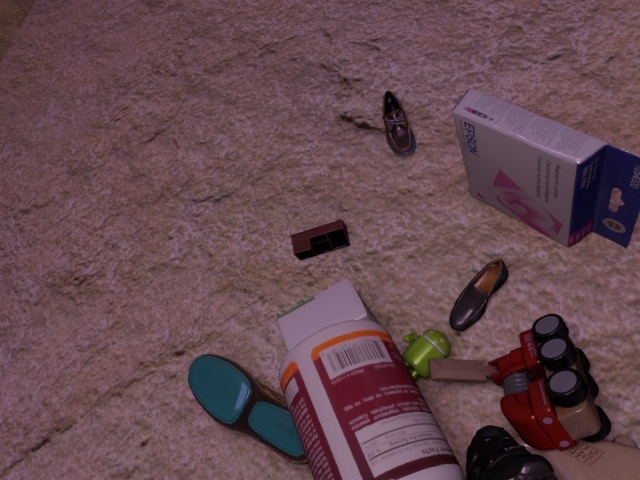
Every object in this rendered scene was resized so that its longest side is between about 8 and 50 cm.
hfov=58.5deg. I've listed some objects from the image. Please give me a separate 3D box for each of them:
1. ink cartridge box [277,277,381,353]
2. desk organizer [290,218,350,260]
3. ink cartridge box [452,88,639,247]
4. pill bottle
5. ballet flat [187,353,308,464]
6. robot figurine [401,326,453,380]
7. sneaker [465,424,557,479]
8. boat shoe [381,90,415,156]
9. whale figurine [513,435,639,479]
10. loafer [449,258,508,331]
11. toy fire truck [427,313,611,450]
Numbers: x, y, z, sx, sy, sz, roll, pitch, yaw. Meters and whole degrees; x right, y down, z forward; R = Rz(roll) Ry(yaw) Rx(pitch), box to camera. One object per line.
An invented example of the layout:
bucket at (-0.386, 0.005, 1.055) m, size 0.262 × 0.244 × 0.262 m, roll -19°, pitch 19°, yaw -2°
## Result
ink cartridge box at (0.036, 0.190, 1.117) m, size 0.160 × 0.219 × 0.092 m, roll -29°, pitch 54°, yaw 4°
desk organizer at (0.000, 0.000, 1.327) m, size 0.130 × 0.047 × 0.050 m, roll -17°, pitch 62°, yaw 12°
ink cartridge box at (0.415, -0.108, 1.063) m, size 0.330 × 0.324 × 0.071 m, roll 35°, pitch 81°, yaw 31°
pill bottle at (0.092, 0.346, 0.930) m, size 0.224 × 0.224 × 0.392 m, roll -30°, pitch 52°, yaw 4°
ballet flat at (-0.128, 0.345, 1.161) m, size 0.349 × 0.123 × 0.123 m, roll 22°, pitch 74°, yaw 31°
robot figurine at (0.207, 0.224, 1.123) m, size 0.115 × 0.067 × 0.101 m, roll -44°, pitch 60°, yaw -6°
sneaker at (0.278, 0.351, 0.906) m, size 0.107 × 0.283 × 0.124 m, roll -6°, pitch 60°, yaw -4°
boat shoe at (0.181, -0.287, 1.394) m, size 0.066 × 0.066 × 0.183 m, roll -21°, pitch 59°, yaw 10°
whale figurine at (0.439, 0.400, 0.923) m, size 0.216 × 0.141 × 0.272 m, roll -28°, pitch 31°, yaw -28°
loafer at (0.313, 0.105, 1.147) m, size 0.062 × 0.061 × 0.170 m, roll 31°, pitch 79°, yaw 29°
toy fire truck at (0.333, 0.253, 0.995) m, size 0.246 × 0.158 × 0.217 m, roll -29°, pitch 22°, yaw 24°
